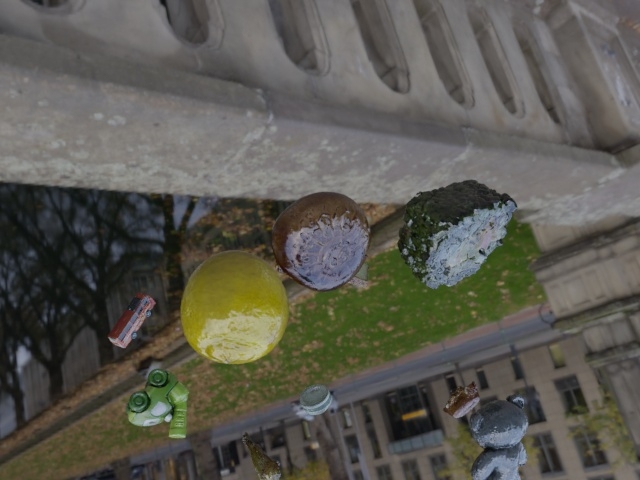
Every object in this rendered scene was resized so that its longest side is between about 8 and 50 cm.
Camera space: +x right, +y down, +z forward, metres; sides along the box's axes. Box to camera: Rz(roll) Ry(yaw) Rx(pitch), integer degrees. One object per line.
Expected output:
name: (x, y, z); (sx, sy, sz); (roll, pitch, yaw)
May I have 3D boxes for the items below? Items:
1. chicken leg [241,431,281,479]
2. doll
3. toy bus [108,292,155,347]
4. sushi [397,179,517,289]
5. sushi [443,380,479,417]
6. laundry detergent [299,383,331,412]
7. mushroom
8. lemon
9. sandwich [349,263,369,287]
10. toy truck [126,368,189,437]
chicken leg: (-0.177, 0.649, 1.818); (0.070, 0.178, 0.093); (-48, 155, 4)
doll: (0.518, 0.635, 1.819); (0.245, 0.341, 0.158); (-9, -168, -33)
toy bus: (-0.358, 0.150, 1.161); (0.031, 0.110, 0.043); (9, 144, 25)
sushi: (0.405, -0.016, 1.863); (0.351, 0.178, 0.294); (-19, 132, -29)
sushi: (0.339, 0.384, 1.475); (0.118, 0.060, 0.061); (-45, 143, 17)
laundry detergent: (-0.010, 0.522, 1.974); (0.099, 0.070, 0.226); (-29, 156, -7)
mushroom: (0.001, 0.012, 1.539); (0.278, 0.163, 0.297); (-44, 135, 15)
lemon: (-0.256, 0.200, 1.831); (0.347, 0.348, 0.348); (-14, 162, -4)
sandwich: (0.105, 0.100, 1.968); (0.104, 0.093, 0.036); (14, 134, -7)
toy truck: (-0.502, 0.517, 1.956); (0.210, 0.187, 0.148); (22, 146, -8)
